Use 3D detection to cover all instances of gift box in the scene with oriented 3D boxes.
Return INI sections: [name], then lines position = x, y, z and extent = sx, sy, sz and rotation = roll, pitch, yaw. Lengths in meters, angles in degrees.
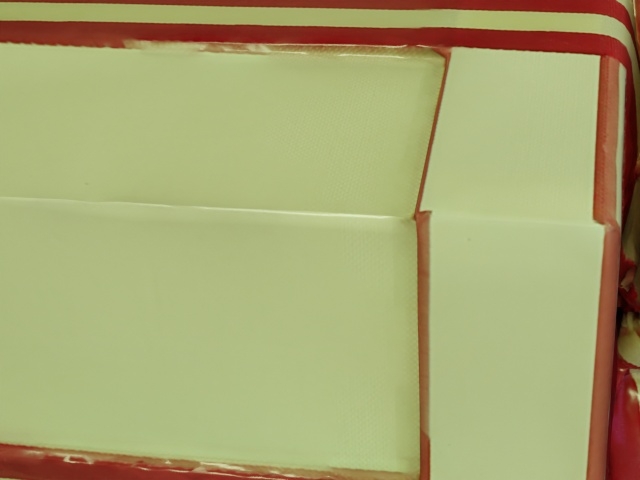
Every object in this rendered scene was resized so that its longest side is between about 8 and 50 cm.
[gift box]
position = 0.000, 0.000, 0.553
extent = 0.276, 0.258, 0.255
rotation = -75, 166, -49
